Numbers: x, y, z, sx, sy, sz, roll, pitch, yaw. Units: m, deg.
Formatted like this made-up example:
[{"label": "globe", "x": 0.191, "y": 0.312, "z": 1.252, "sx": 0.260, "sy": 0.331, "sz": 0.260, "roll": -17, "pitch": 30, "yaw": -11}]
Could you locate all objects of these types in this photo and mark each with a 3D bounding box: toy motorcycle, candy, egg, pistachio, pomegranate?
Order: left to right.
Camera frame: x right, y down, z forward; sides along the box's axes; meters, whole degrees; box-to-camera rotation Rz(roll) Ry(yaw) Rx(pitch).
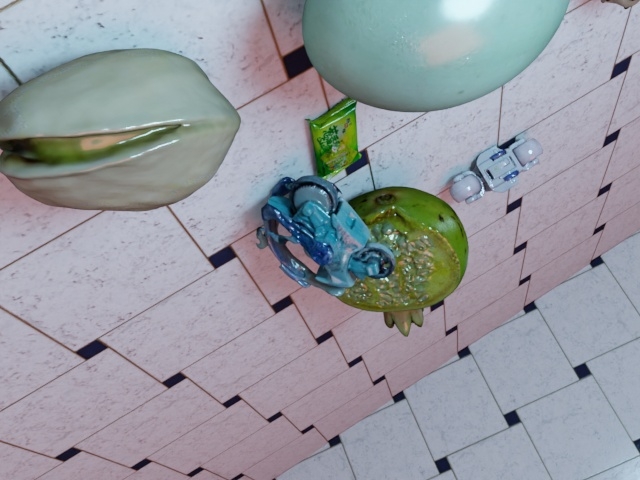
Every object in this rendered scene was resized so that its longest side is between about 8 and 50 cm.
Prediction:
[{"label": "pistachio", "x": -0.251, "y": -0.132, "z": 0.822, "sx": 0.332, "sy": 0.226, "sz": 0.207, "roll": -16, "pitch": 111, "yaw": -42}, {"label": "toy motorcycle", "x": 0.000, "y": 0.000, "z": 1.243, "sx": 0.206, "sy": 0.154, "sz": 0.260, "roll": -30, "pitch": 112, "yaw": 33}, {"label": "candy", "x": 0.030, "y": -0.181, "z": 1.213, "sx": 0.102, "sy": 0.032, "sz": 0.178, "roll": -28, "pitch": 150, "yaw": -10}, {"label": "pomegranate", "x": 0.161, "y": 0.032, "z": 1.434, "sx": 0.310, "sy": 0.216, "sz": 0.358, "roll": -9, "pitch": 132, "yaw": 7}, {"label": "egg", "x": 0.158, "y": -0.318, "z": 0.886, "sx": 0.389, "sy": 0.276, "sz": 0.276, "roll": -21, "pitch": 149, "yaw": -16}, {"label": "toy motorcycle", "x": 0.416, "y": -0.163, "z": 1.574, "sx": 0.254, "sy": 0.112, "sz": 0.112, "roll": -30, "pitch": 151, "yaw": -9}]

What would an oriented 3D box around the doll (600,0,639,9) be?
[{"label": "doll", "x": 0.514, "y": -0.497, "z": 1.109, "sx": 0.278, "sy": 0.154, "sz": 0.119, "roll": 29, "pitch": 86, "yaw": -56}]
